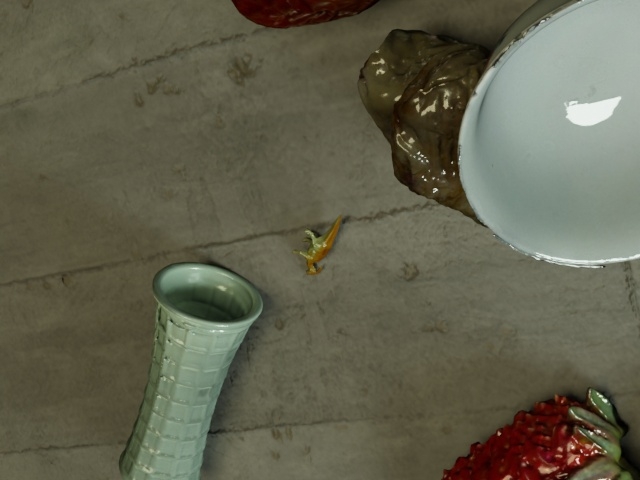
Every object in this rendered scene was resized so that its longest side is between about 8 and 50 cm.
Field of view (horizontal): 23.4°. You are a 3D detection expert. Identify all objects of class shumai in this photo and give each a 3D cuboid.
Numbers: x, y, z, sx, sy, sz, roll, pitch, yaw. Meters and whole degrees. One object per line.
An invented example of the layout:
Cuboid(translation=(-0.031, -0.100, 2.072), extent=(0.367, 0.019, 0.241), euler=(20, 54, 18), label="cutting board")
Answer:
Cuboid(translation=(0.155, -0.147, 1.685), extent=(0.184, 0.218, 0.185), euler=(-38, 41, 30), label="shumai")

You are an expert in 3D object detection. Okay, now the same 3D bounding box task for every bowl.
Cuboid(translation=(0.286, -0.151, 1.525), extent=(0.345, 0.346, 0.157), euler=(-56, 30, 32), label="bowl")

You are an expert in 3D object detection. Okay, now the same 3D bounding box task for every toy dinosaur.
Cuboid(translation=(-0.004, -0.001, 1.883), extent=(0.041, 0.026, 0.113), euler=(35, 130, 14), label="toy dinosaur")

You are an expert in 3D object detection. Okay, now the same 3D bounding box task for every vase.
Cuboid(translation=(-0.180, 0.189, 1.996), extent=(0.143, 0.143, 0.298), euler=(31, 121, 24), label="vase")

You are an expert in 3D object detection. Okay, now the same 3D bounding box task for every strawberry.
Cuboid(translation=(0.240, 0.325, 1.743), extent=(0.306, 0.138, 0.233), euler=(-40, 81, 34), label="strawberry")

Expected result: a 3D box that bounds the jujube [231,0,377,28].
Cuboid(translation=(-0.003, -0.331, 1.716), extent=(0.255, 0.190, 0.190), euler=(-31, 85, 53), label="jujube")
